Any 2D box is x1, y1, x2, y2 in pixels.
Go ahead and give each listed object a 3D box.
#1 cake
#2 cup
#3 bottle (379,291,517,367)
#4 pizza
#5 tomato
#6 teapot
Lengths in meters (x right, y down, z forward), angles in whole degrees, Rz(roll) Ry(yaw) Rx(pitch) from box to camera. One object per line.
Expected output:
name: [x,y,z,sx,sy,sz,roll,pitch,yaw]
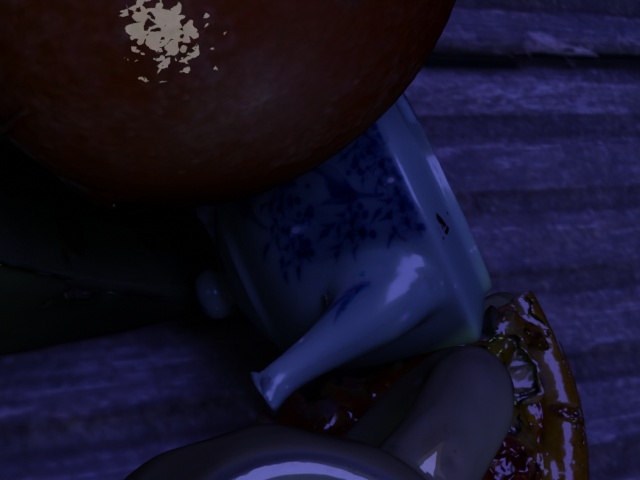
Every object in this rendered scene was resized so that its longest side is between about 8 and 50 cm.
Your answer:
cake: [-0.193,-0.012,0.658,0.284,0.172,0.158,20,48,-63]
cup: [0.000,0.162,0.529,0.255,0.202,0.173,-20,74,-30]
bottle: [0.077,0.061,0.774,0.101,0.047,0.063,-13,56,-32]
pizza: [0.059,0.123,0.692,0.193,0.053,0.200,0,75,-16]
tomato: [-0.059,-0.149,0.551,0.265,0.265,0.264,15,53,-22]
teapot: [0.000,0.000,0.685,0.159,0.159,0.232,20,22,-18]
